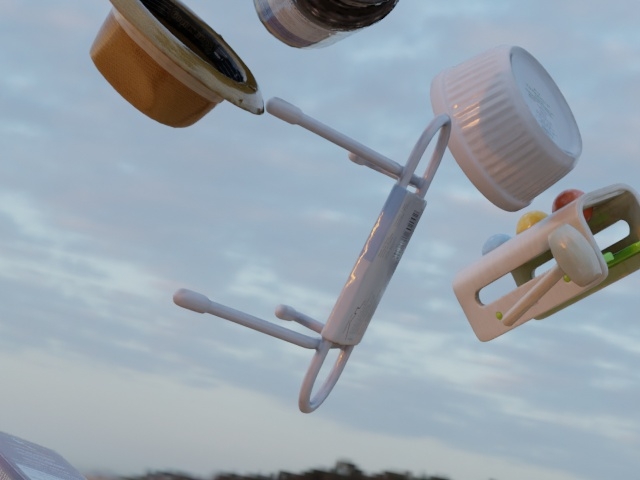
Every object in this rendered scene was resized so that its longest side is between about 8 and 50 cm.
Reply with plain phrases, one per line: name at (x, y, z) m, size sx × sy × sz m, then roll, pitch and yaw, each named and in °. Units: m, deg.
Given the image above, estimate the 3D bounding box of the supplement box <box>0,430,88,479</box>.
supplement box at (-0.217, 0.207, 0.944) m, size 0.080 × 0.104 × 0.188 m, roll 26°, pitch -5°, yaw -28°

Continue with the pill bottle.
pill bottle at (0.014, -0.261, 1.309) m, size 0.122 × 0.123 × 0.219 m, roll 15°, pitch -4°, yaw -16°

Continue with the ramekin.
ramekin at (0.243, -0.150, 1.688) m, size 0.109 × 0.207 × 0.207 m, roll -31°, pitch -34°, yaw 27°

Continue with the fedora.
fedora at (-0.138, -0.157, 1.166) m, size 0.194 × 0.079 × 0.194 m, roll 41°, pitch 14°, yaw -13°

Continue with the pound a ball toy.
pound a ball toy at (0.288, 0.023, 1.742) m, size 0.208 × 0.136 × 0.319 m, roll -17°, pitch -13°, yaw -36°

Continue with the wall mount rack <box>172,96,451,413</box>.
wall mount rack at (0.000, 0.000, 1.371) m, size 0.130 × 0.350 × 0.304 m, roll 26°, pitch 2°, yaw 17°
